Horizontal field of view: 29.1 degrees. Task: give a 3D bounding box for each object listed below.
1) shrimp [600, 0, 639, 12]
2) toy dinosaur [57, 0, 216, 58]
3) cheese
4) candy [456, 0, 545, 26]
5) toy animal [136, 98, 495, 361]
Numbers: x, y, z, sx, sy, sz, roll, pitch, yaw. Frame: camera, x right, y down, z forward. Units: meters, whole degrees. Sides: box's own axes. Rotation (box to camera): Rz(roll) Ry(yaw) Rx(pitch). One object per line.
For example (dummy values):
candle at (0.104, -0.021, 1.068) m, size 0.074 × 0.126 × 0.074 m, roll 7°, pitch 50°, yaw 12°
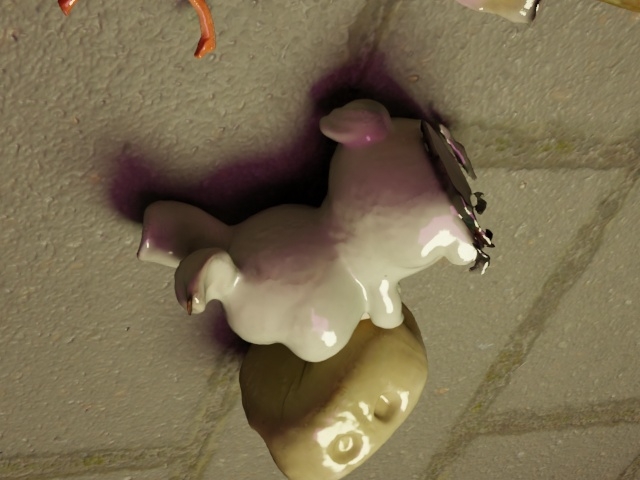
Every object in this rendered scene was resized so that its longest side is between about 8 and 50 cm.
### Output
shrimp at (0.294, -0.262, 1.098) m, size 0.236 × 0.053 × 0.133 m, roll 0°, pitch 139°, yaw -31°
toy dinosaur at (-0.171, -0.217, 0.925) m, size 0.101 × 0.055 × 0.279 m, roll -44°, pitch 140°, yaw -8°
cheese at (0.004, 0.149, 1.350) m, size 0.218 × 0.235 × 0.117 m, roll -4°, pitch 141°, yaw 46°
candy at (0.154, -0.292, 0.841) m, size 0.116 × 0.155 × 0.265 m, roll 22°, pitch 138°, yaw 6°
toy animal at (0.004, 0.006, 1.189) m, size 0.310 × 0.182 × 0.247 m, roll -26°, pitch 138°, yaw 15°
